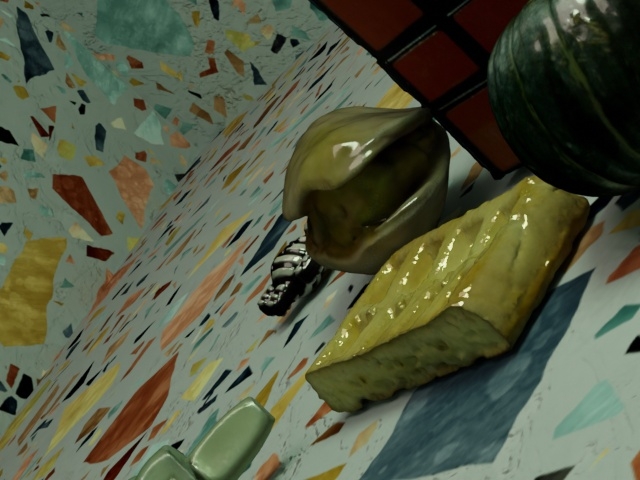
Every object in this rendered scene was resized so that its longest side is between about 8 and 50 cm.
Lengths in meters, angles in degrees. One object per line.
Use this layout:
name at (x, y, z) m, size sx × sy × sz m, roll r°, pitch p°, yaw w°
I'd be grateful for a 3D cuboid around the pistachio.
pistachio at (0.056, -0.059, 1.456) m, size 0.197 × 0.166 × 0.288 m, roll -40°, pitch 12°, yaw -5°

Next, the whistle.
whistle at (-0.130, 0.246, 1.309) m, size 0.244 × 0.110 × 0.092 m, roll -50°, pitch -23°, yaw -3°

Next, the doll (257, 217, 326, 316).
doll at (0.000, 0.000, 1.723) m, size 0.219 × 0.067 × 0.091 m, roll -57°, pitch 17°, yaw -16°

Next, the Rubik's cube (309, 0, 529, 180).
Rubik's cube at (0.208, -0.277, 1.320) m, size 0.293 × 0.283 × 0.288 m, roll -25°, pitch 24°, yaw 55°

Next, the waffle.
waffle at (0.101, 0.047, 1.207) m, size 0.168 × 0.057 × 0.274 m, roll -54°, pitch 13°, yaw -31°

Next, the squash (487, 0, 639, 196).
squash at (0.221, -0.124, 1.035) m, size 0.218 × 0.172 × 0.218 m, roll -50°, pitch -2°, yaw -2°
